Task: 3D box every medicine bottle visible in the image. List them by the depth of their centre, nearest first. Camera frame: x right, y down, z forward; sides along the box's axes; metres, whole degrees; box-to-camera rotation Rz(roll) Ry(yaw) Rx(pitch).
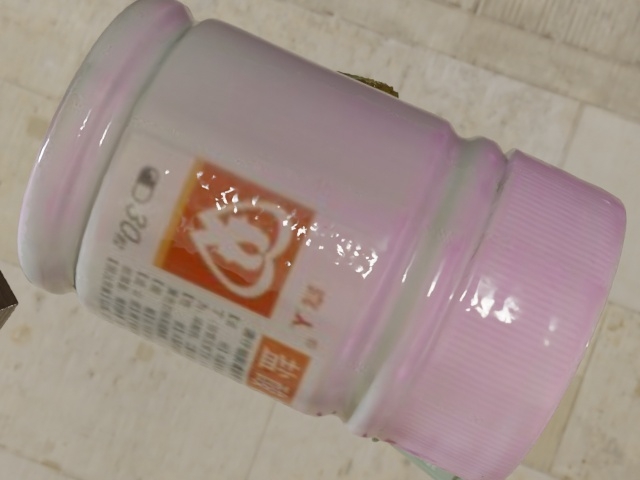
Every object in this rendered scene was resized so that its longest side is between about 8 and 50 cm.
[{"bbox_3d":[0.000,0.000,0.675,0.315,0.202,0.202,24,177,4],"label":"medicine bottle"}]

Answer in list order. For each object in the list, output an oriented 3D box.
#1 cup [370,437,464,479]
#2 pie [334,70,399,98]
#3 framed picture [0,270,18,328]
[{"bbox_3d":[0.133,0.217,1.263,0.141,0.120,0.120,41,-176,22],"label":"cup"},{"bbox_3d":[-0.080,-0.201,1.868,0.418,0.180,0.395,14,-143,1],"label":"pie"},{"bbox_3d":[-0.336,0.043,0.986,0.023,0.128,0.168,-24,167,-43],"label":"framed picture"}]
